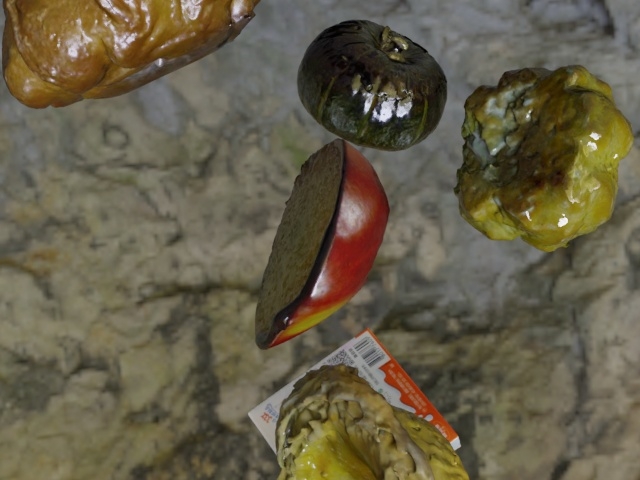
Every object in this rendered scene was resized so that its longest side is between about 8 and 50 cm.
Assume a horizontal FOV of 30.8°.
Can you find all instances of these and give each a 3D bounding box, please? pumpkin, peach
[{"bbox_3d":[0.080,-0.241,1.759,0.238,0.159,0.238,13,-150,-8],"label":"pumpkin"},{"bbox_3d":[0.003,0.002,1.048,0.068,0.189,0.279,28,-151,-13],"label":"peach"}]

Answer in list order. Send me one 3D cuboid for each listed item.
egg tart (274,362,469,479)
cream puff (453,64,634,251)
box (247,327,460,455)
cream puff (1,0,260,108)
[{"bbox_3d":[0.054,0.251,1.078,0.118,0.288,0.288,-13,-171,-31],"label":"egg tart"},{"bbox_3d":[0.310,-0.108,1.595,0.282,0.282,0.185,1,165,44],"label":"cream puff"},{"bbox_3d":[0.054,0.321,1.974,0.265,0.048,0.273,-34,-123,-8],"label":"box"},{"bbox_3d":[-0.168,-0.214,1.045,0.269,0.155,0.241,-36,-171,-12],"label":"cream puff"}]
